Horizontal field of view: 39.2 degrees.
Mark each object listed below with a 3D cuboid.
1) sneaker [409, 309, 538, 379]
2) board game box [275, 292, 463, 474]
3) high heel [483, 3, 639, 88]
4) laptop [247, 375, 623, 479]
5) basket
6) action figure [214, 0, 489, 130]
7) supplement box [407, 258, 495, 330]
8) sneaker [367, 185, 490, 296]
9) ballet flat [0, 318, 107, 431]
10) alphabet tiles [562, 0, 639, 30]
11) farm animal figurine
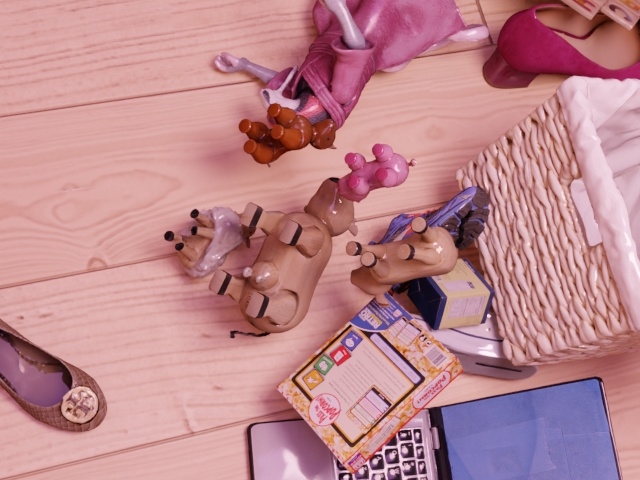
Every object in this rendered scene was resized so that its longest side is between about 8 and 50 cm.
[{"bbox_3d":[0.184,0.130,1.275,0.258,0.094,0.091,14,52,-12],"label":"sneaker"},{"bbox_3d":[0.061,0.177,1.153,0.193,0.045,0.147,-41,55,-6],"label":"board game box"},{"bbox_3d":[0.452,-0.322,1.416,0.377,0.181,0.127,-16,76,-16],"label":"high heel"},{"bbox_3d":[0.139,0.385,1.095,0.408,0.236,0.381,-2,72,-12],"label":"laptop"},{"bbox_3d":[0.413,-0.018,1.228,0.331,0.266,0.328,-3,72,-31],"label":"basket"},{"bbox_3d":[0.032,-0.262,1.337,0.276,0.248,0.370,41,66,-26],"label":"action figure"},{"bbox_3d":[0.177,0.072,1.227,0.083,0.056,0.083,-4,35,-23],"label":"supplement box"},{"bbox_3d":[0.139,-0.012,1.253,0.083,0.221,0.087,19,42,-47],"label":"sneaker"},{"bbox_3d":[-0.383,0.159,1.154,0.250,0.058,0.084,38,70,2],"label":"ballet flat"},{"bbox_3d":[0.380,-0.465,1.458,0.343,0.011,0.285,37,40,7],"label":"alphabet tiles"},{"bbox_3d":[0.000,0.000,1.174,0.326,0.172,0.330,-50,60,10],"label":"farm animal figurine"}]
